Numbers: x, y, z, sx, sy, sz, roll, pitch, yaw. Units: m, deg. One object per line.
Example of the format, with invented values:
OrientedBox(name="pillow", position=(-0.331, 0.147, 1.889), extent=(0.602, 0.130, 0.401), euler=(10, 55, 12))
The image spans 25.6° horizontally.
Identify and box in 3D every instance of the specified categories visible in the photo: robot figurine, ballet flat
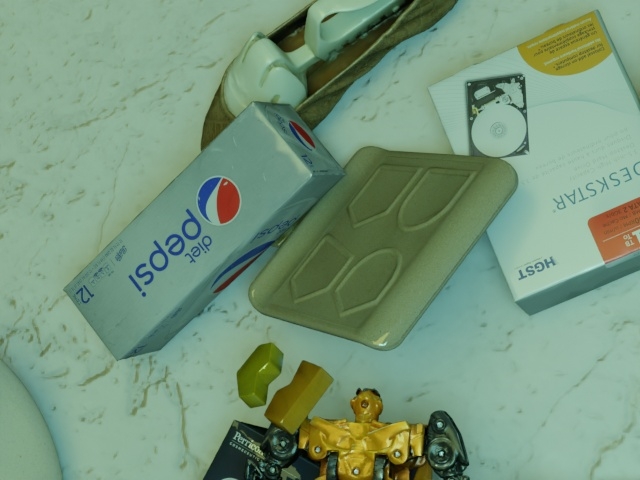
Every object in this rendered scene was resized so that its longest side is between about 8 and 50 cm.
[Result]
OrientedBox(name="robot figurine", position=(0.033, 0.274, 1.219), extent=(0.211, 0.085, 0.290), euler=(2, 78, 16))
OrientedBox(name="ballet flat", position=(-0.002, -0.196, 1.420), extent=(0.342, 0.124, 0.116), euler=(-36, 71, 7))

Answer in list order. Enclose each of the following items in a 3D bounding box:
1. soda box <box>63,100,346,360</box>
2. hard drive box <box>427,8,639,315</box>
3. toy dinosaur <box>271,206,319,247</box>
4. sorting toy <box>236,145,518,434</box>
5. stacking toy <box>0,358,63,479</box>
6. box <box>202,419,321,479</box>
OrientedBox(name="soda box", position=(-0.115, -0.007, 1.390), extent=(0.286, 0.091, 0.098), euler=(-43, 77, 19))
OrientedBox(name="hard drive box", position=(0.231, -0.072, 1.340), extent=(0.181, 0.089, 0.232), euler=(-25, 72, 11))
OrientedBox(name="toy dinosaur", position=(0.000, 0.000, 1.413), extent=(0.183, 0.053, 0.092), euler=(15, 81, 20))
OrientedBox(name="sorting toy", position=(0.028, 0.040, 1.301), extent=(0.307, 0.041, 0.229), euler=(-52, 31, -15))
OrientedBox(name="stacking toy", position=(-0.529, 0.296, 1.426), extent=(0.480, 0.351, 0.350), euler=(-21, 72, 32))
OrientedBox(name="box", position=(-0.002, 0.310, 1.320), extent=(0.261, 0.103, 0.184), euler=(26, 84, 21))
